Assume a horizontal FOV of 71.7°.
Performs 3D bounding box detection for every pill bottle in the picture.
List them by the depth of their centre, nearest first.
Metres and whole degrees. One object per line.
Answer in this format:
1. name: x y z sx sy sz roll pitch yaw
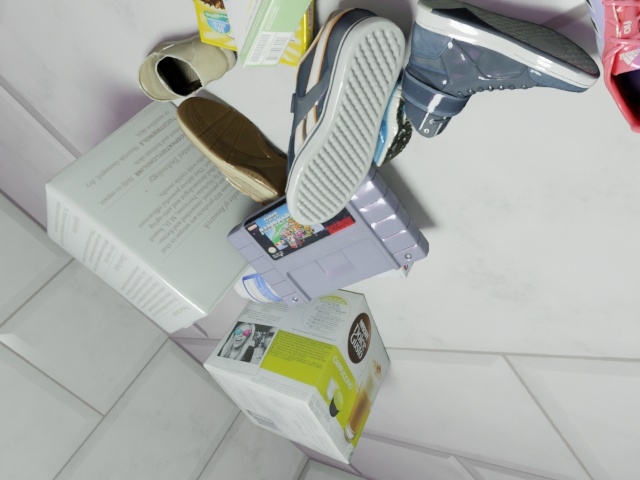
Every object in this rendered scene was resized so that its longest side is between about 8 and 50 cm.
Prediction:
1. pill bottle: -0.121 0.085 1.160 0.152 0.152 0.272 47 146 -18

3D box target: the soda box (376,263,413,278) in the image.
1. soda box: 0.096 0.032 0.980 0.216 0.069 0.074 0 133 40

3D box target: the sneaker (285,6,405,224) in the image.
1. sneaker: 0.017 -0.180 0.674 0.127 0.126 0.321 56 134 42

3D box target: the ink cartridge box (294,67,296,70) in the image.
1. ink cartridge box: 0.000 -0.258 0.731 0.062 0.029 0.115 8 138 33

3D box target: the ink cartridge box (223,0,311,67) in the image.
1. ink cartridge box: -0.076 -0.356 0.521 0.171 0.056 0.235 -35 71 60

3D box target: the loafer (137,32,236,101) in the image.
1. loafer: -0.276 -0.319 0.835 0.268 0.092 0.102 -2 133 42

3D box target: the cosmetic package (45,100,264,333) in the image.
1. cosmetic package: -0.366 -0.038 1.057 0.393 0.327 0.329 44 146 -12

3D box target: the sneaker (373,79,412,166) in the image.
1. sneaker: 0.106 -0.192 0.714 0.073 0.063 0.162 41 148 25

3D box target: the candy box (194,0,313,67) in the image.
1. candy box: -0.104 -0.337 0.678 0.206 0.027 0.105 22 143 19

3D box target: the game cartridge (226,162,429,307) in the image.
1. game cartridge: 0.000 0.000 0.871 0.355 0.068 0.230 -25 119 34

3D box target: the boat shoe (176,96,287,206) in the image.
1. boat shoe: -0.157 -0.152 0.918 0.341 0.122 0.110 39 146 -10

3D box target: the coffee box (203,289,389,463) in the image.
1. coffee box: -0.043 0.349 1.259 0.338 0.334 0.338 7 137 32

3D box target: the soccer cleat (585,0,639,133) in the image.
1. soccer cleat: 0.310 -0.225 0.445 0.083 0.095 0.248 -8 129 46

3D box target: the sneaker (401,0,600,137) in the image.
1. sneaker: 0.209 -0.194 0.568 0.226 0.086 0.163 31 138 20
